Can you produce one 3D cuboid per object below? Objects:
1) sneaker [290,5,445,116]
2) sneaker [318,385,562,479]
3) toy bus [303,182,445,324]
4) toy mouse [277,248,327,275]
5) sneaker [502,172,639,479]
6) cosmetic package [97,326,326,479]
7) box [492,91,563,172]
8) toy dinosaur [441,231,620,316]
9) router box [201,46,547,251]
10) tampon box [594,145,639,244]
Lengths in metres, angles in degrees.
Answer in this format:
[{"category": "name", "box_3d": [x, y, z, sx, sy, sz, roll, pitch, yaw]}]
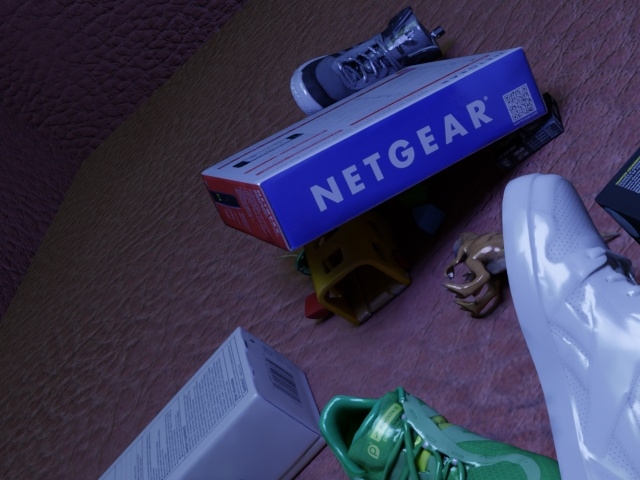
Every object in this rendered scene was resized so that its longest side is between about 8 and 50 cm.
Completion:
[{"category": "sneaker", "box_3d": [0.076, -0.256, 1.296, 0.153, 0.101, 0.269, -37, -6, 40]}, {"category": "sneaker", "box_3d": [0.087, 0.191, 0.745, 0.295, 0.123, 0.109, -1, 56, 61]}, {"category": "toy bus", "box_3d": [0.029, -0.002, 1.113, 0.202, 0.104, 0.190, 3, 67, 50]}, {"category": "toy mouse", "box_3d": [0.000, 0.000, 1.263, 0.143, 0.031, 0.161, -34, 43, 29]}, {"category": "sneaker", "box_3d": [0.233, 0.062, 0.623, 0.169, 0.108, 0.292, -28, 63, 36]}, {"category": "cosmetic package", "box_3d": [-0.145, 0.270, 1.065, 0.309, 0.113, 0.160, -48, 24, 11]}, {"category": "box", "box_3d": [0.236, -0.124, 1.049, 0.083, 0.018, 0.067, -37, 27, 30]}, {"category": "toy dinosaur", "box_3d": [0.176, 0.017, 0.906, 0.112, 0.064, 0.211, -57, 25, -13]}, {"category": "router box", "box_3d": [0.046, -0.114, 1.093, 0.336, 0.082, 0.301, -28, 14, -13]}, {"category": "tampon box", "box_3d": [0.303, -0.012, 0.648, 0.101, 0.120, 0.161, -50, 24, 2]}]
